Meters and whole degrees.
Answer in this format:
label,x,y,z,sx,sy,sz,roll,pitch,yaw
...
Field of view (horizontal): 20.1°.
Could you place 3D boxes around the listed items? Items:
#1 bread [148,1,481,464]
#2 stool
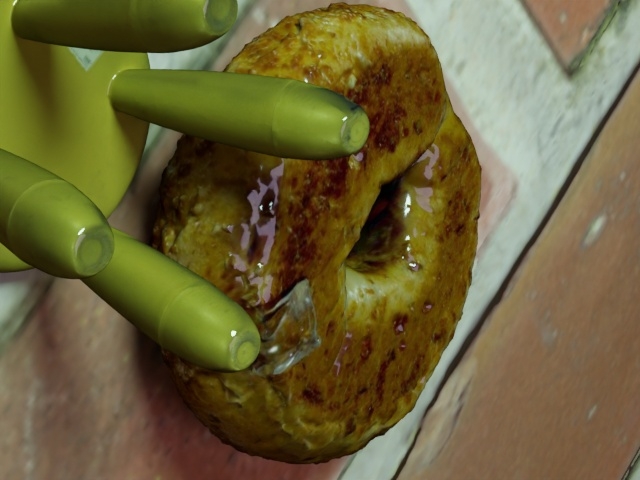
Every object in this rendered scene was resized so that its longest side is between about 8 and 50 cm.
label,x,y,z,sx,sy,sz,roll,pitch,yaw
bread,0.000,0.000,0.723,0.193,0.064,0.193,-22,118,-49
stool,-0.066,-0.030,0.593,0.134,0.110,0.135,-25,122,-40
